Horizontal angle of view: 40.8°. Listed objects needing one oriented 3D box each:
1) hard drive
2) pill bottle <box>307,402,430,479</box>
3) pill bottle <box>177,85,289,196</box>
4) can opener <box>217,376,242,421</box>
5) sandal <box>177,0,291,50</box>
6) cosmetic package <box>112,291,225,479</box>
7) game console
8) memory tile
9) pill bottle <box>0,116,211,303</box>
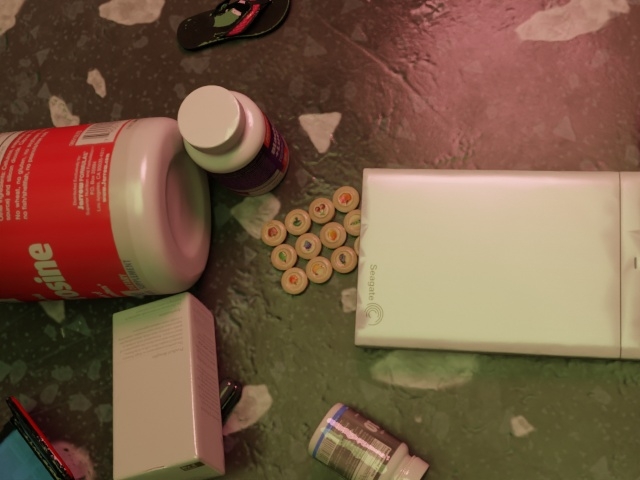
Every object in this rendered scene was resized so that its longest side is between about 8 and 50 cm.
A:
[{"bbox_3d":[0.224,0.026,1.084,0.353,0.047,0.232,1,80,11],"label":"hard drive"},{"bbox_3d":[0.060,0.268,1.062,0.137,0.078,0.078,30,87,16],"label":"pill bottle"},{"bbox_3d":[-0.114,-0.130,1.120,0.108,0.193,0.108,-2,79,12],"label":"pill bottle"},{"bbox_3d":[-0.168,0.257,1.125,0.073,0.059,0.186,38,89,17],"label":"can opener"},{"bbox_3d":[-0.126,-0.321,1.241,0.179,0.040,0.067,-18,76,9],"label":"sandal"},{"bbox_3d":[-0.195,0.191,1.094,0.117,0.085,0.231,-17,58,13],"label":"cosmetic package"},{"bbox_3d":[-0.401,0.302,1.158,0.085,0.124,0.144,-37,72,-24],"label":"game console"},{"bbox_3d":[0.000,0.000,1.163,0.148,0.012,0.113,-25,75,6],"label":"memory tile"},{"bbox_3d":[-0.369,-0.033,1.139,0.408,0.229,0.229,-4,78,12],"label":"pill bottle"}]
